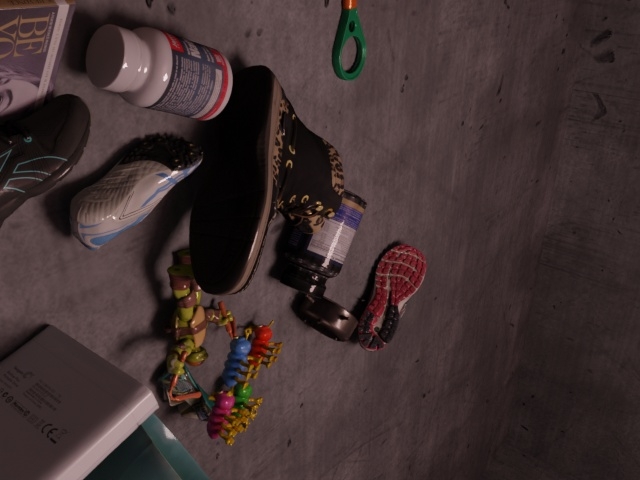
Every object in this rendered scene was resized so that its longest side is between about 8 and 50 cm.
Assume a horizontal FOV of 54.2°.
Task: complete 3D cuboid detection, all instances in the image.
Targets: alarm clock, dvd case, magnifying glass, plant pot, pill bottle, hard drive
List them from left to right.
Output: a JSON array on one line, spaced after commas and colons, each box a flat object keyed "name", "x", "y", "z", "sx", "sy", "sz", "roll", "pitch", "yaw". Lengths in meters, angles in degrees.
[{"name": "dvd case", "x": -0.376, "y": -0.181, "z": 0.658, "sx": 0.221, "sy": 0.018, "sz": 0.164, "roll": -28, "pitch": 165, "yaw": -45}, {"name": "hard drive", "x": -0.401, "y": 0.264, "z": 0.742, "sx": 0.353, "sy": 0.233, "sz": 0.047, "roll": -42, "pitch": 137, "yaw": -35}, {"name": "plant pot", "x": -0.296, "y": 0.422, "z": 0.948, "sx": 0.235, "sy": 0.293, "sz": 0.293, "roll": -39, "pitch": 138, "yaw": -15}, {"name": "pill bottle", "x": -0.218, "y": -0.230, "z": 0.856, "sx": 0.180, "sy": 0.108, "sz": 0.107, "roll": 0, "pitch": 107, "yaw": -55}, {"name": "pill bottle", "x": 0.000, "y": 0.000, "z": 1.270, "sx": 0.123, "sy": 0.123, "sz": 0.219, "roll": 25, "pitch": 87, "yaw": -56}, {"name": "alarm clock", "x": 0.016, "y": 0.178, "z": 1.390, "sx": 0.064, "sy": 0.129, "sz": 0.192, "roll": -59, "pitch": 166, "yaw": -14}, {"name": "magnifying glass", "x": 0.056, "y": -0.427, "z": 1.218, "sx": 0.092, "sy": 0.026, "sz": 0.230, "roll": -33, "pitch": 133, "yaw": -42}]

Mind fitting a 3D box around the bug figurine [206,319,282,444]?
[{"name": "bug figurine", "x": -0.145, "y": 0.254, "z": 1.156, "sx": 0.279, "sy": 0.072, "sz": 0.216, "roll": 23, "pitch": 84, "yaw": -83}]

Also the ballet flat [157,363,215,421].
[{"name": "ballet flat", "x": -0.243, "y": 0.288, "z": 1.146, "sx": 0.070, "sy": 0.070, "sz": 0.188, "roll": -49, "pitch": 140, "yaw": -28}]

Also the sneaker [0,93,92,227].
[{"name": "sneaker", "x": -0.375, "y": -0.086, "z": 0.720, "sx": 0.267, "sy": 0.101, "sz": 0.106, "roll": -54, "pitch": 141, "yaw": -22}]

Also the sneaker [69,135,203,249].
[{"name": "sneaker", "x": -0.265, "y": -0.076, "z": 0.910, "sx": 0.237, "sy": 0.085, "sz": 0.086, "roll": -45, "pitch": 166, "yaw": -37}]

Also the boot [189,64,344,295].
[{"name": "boot", "x": -0.077, "y": -0.069, "z": 1.075, "sx": 0.284, "sy": 0.138, "sz": 0.377, "roll": 32, "pitch": 59, "yaw": -58}]

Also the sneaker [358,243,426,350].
[{"name": "sneaker", "x": 0.172, "y": 0.144, "z": 1.616, "sx": 0.299, "sy": 0.121, "sz": 0.112, "roll": -60, "pitch": 174, "yaw": -16}]

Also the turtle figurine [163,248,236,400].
[{"name": "turtle figurine", "x": -0.215, "y": 0.127, "z": 1.069, "sx": 0.269, "sy": 0.087, "sz": 0.217, "roll": -50, "pitch": 144, "yaw": -64}]
